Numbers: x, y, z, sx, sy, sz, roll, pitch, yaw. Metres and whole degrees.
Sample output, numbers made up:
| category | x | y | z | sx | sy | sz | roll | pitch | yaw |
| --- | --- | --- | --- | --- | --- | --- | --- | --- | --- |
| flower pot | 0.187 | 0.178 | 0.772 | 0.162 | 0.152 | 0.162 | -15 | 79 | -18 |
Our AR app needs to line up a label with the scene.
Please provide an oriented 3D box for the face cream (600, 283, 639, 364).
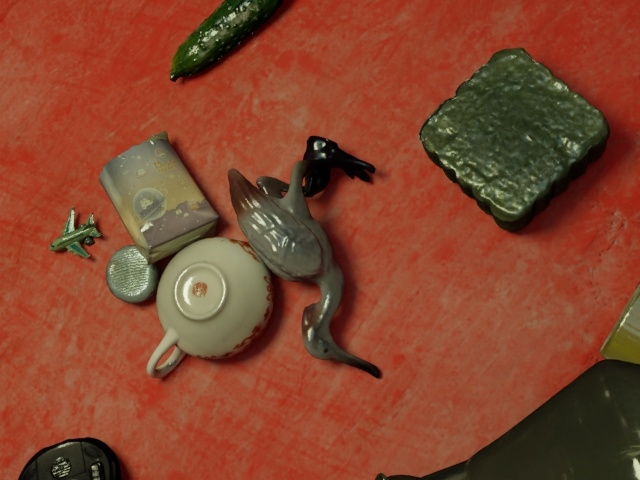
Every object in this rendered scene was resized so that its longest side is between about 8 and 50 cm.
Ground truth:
| category | x | y | z | sx | sy | sz | roll | pitch | yaw |
| --- | --- | --- | --- | --- | --- | --- | --- | --- | --- |
| face cream | 0.483 | 0.148 | 1.087 | 0.285 | 0.067 | 0.139 | 31 | 88 | 18 |

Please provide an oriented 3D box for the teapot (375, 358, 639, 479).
| category | x | y | z | sx | sy | sz | roll | pitch | yaw |
| --- | --- | --- | --- | --- | --- | --- | --- | --- | --- |
| teapot | 0.267 | 0.342 | 1.004 | 0.361 | 0.305 | 0.376 | -24 | 102 | 16 |

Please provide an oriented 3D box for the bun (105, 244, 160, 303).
| category | x | y | z | sx | sy | sz | roll | pitch | yaw |
| --- | --- | --- | --- | --- | --- | --- | --- | --- | --- |
| bun | -0.257 | 0.047 | 1.298 | 0.083 | 0.045 | 0.083 | -2 | 79 | 12 |

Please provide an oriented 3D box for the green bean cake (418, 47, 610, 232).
| category | x | y | z | sx | sy | sz | roll | pitch | yaw |
| --- | --- | --- | --- | --- | --- | --- | --- | --- | --- |
| green bean cake | 0.244 | -0.129 | 1.196 | 0.183 | 0.094 | 0.185 | -45 | 71 | 0 |

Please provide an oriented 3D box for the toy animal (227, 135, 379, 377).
| category | x | y | z | sx | sy | sz | roll | pitch | yaw |
| --- | --- | --- | --- | --- | --- | --- | --- | --- | --- |
| toy animal | -0.021 | 0.013 | 1.206 | 0.195 | 0.090 | 0.324 | 1 | 76 | -13 |

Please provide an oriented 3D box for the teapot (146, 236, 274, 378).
| category | x | y | z | sx | sy | sz | roll | pitch | yaw |
| --- | --- | --- | --- | --- | --- | --- | --- | --- | --- |
| teapot | -0.149 | 0.085 | 1.242 | 0.245 | 0.116 | 0.159 | -45 | 82 | 6 |

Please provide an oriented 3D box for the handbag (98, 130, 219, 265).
| category | x | y | z | sx | sy | sz | roll | pitch | yaw |
| --- | --- | --- | --- | --- | --- | --- | --- | --- | --- |
| handbag | -0.226 | -0.062 | 1.294 | 0.117 | 0.095 | 0.173 | -24 | 71 | -26 |

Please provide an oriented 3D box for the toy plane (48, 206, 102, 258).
| category | x | y | z | sx | sy | sz | roll | pitch | yaw |
| --- | --- | --- | --- | --- | --- | --- | --- | --- | --- |
| toy plane | -0.349 | -0.005 | 1.340 | 0.083 | 0.033 | 0.080 | -27 | 73 | 13 |

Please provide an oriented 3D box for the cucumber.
| category | x | y | z | sx | sy | sz | roll | pitch | yaw |
| --- | --- | --- | --- | --- | --- | --- | --- | --- | --- |
| cucumber | -0.132 | -0.307 | 1.344 | 0.227 | 0.069 | 0.069 | -41 | 71 | 3 |

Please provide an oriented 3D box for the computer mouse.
| category | x | y | z | sx | sy | sz | roll | pitch | yaw |
| --- | --- | --- | --- | --- | --- | --- | --- | --- | --- |
| computer mouse | -0.308 | 0.359 | 1.190 | 0.137 | 0.096 | 0.233 | -21 | 43 | -1 |
